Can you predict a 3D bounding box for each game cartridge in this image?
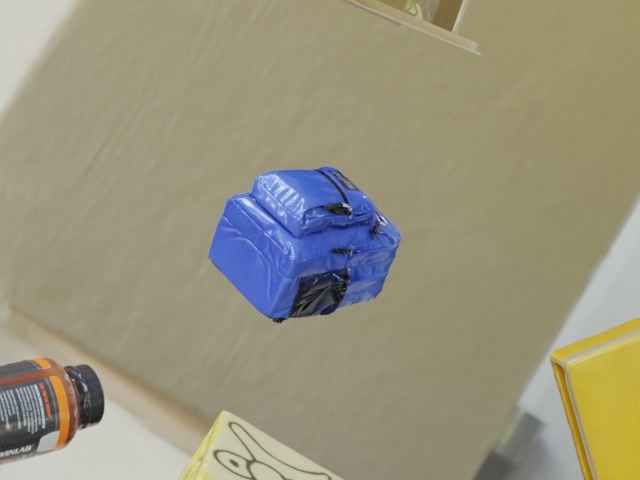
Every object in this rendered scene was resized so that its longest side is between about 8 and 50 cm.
[{"bbox_3d":[0.410,0.182,1.610,0.053,0.324,0.285,-146,-143,-70],"label":"game cartridge"}]

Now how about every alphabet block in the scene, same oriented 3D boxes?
[{"bbox_3d":[-0.083,0.339,1.796,0.197,0.193,0.192,32,15,-4],"label":"alphabet block"}]

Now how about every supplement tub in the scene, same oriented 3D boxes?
[{"bbox_3d":[-0.327,0.181,1.704,0.198,0.106,0.106,-10,23,-37],"label":"supplement tub"}]

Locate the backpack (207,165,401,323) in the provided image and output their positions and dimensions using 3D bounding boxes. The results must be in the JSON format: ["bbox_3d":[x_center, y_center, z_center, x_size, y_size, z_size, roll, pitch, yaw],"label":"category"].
[{"bbox_3d":[0.000,0.000,1.180,0.120,0.101,0.098,-3,41,-41],"label":"backpack"}]

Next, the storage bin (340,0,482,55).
[{"bbox_3d":[0.114,-0.357,1.725,0.123,0.262,0.260,25,7,40],"label":"storage bin"}]
